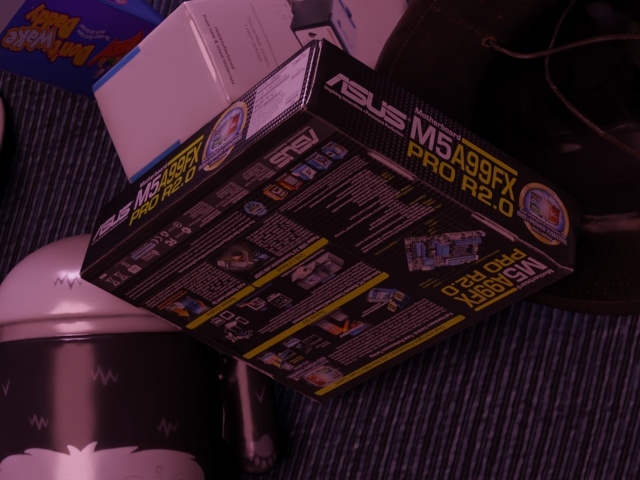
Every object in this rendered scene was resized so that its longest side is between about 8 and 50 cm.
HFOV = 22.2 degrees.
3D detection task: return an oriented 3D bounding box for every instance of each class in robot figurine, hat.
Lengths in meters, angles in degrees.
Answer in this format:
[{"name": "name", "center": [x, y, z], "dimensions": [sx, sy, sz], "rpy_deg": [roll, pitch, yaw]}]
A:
[{"name": "robot figurine", "center": [-0.158, 0.134, 1.209], "dimensions": [0.174, 0.209, 0.278], "rpy_deg": [-11, 80, 53]}, {"name": "hat", "center": [0.187, -0.112, 1.078], "dimensions": [0.331, 0.331, 0.134], "rpy_deg": [-19, 37, 22]}]

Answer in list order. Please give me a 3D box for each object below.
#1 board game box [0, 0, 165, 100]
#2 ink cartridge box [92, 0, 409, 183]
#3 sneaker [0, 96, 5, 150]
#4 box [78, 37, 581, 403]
[{"name": "board game box", "center": [-0.292, -0.255, 1.257], "dimensions": [0.347, 0.233, 0.078], "rpy_deg": [45, 102, 22]}, {"name": "ink cartridge box", "center": [-0.040, -0.116, 1.140], "dimensions": [0.140, 0.191, 0.082], "rpy_deg": [-31, 81, 49]}, {"name": "sneaker", "center": [-0.346, 0.007, 1.341], "dimensions": [0.105, 0.147, 0.295], "rpy_deg": [22, 61, -1]}, {"name": "box", "center": [0.000, 0.000, 1.075], "dimensions": [0.270, 0.216, 0.060], "rpy_deg": [-33, 36, 46]}]
